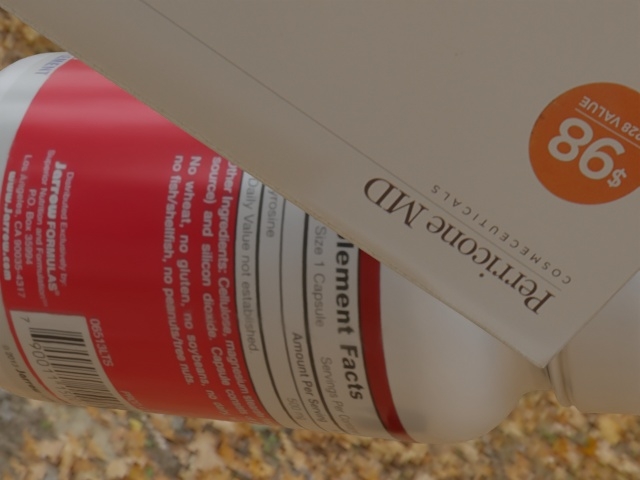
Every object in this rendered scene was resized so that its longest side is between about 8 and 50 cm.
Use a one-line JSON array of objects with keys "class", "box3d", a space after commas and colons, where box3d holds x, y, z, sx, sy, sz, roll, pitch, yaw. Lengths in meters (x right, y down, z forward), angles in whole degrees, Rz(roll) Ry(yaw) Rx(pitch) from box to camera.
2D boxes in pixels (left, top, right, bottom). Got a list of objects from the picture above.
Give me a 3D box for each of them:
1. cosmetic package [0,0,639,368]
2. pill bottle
[{"class": "cosmetic package", "box3d": [0.017, -0.168, 0.409, 0.377, 0.284, 0.097, 33, 26, -14]}, {"class": "pill bottle", "box3d": [0.000, 0.000, 0.755, 0.407, 0.229, 0.229, 3, 10, 20]}]
